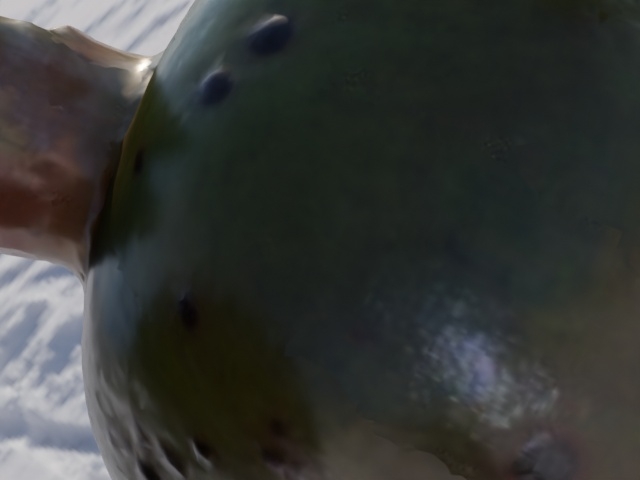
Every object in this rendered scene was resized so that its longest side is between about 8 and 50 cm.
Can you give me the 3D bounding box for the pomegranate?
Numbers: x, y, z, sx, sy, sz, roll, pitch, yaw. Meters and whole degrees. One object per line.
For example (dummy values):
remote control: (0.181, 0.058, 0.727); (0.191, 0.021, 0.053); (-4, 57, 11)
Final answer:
pomegranate: (0.015, -0.012, 0.466); (0.291, 0.323, 0.291); (-55, -10, -14)
